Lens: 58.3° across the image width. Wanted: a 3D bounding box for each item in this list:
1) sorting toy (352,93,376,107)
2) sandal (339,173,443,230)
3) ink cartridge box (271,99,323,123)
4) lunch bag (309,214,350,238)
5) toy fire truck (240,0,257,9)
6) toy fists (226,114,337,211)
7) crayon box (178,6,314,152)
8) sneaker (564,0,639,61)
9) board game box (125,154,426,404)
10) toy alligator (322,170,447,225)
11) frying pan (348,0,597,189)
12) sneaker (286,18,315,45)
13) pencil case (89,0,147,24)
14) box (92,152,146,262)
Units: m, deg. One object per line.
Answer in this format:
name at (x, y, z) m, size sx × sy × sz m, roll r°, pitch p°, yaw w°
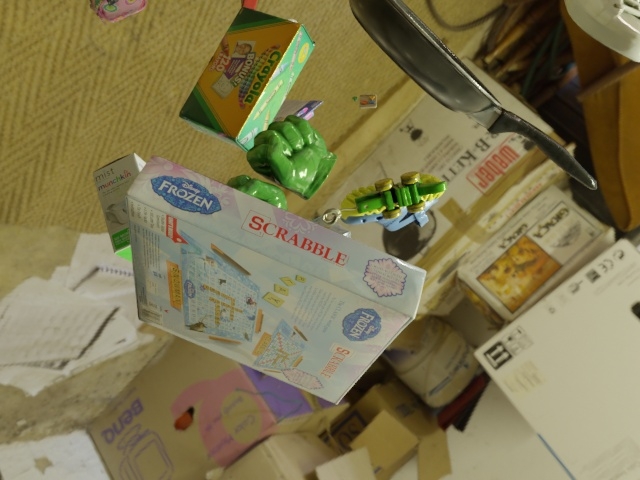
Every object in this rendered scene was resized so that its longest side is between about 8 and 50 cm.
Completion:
sorting toy at (0.147, -0.471, 1.934) m, size 0.083 × 0.062 × 0.012 m, roll -1°, pitch 145°, yaw 6°
sandal at (0.195, -0.080, 1.550) m, size 0.317 × 0.126 × 0.138 m, roll -11°, pitch 128°, yaw -23°
ink cartridge box at (-0.159, -0.404, 1.889) m, size 0.186 × 0.310 × 0.065 m, roll -48°, pitch 135°, yaw -40°
lunch bag at (0.000, 0.000, 1.009) m, size 0.083 × 0.071 × 0.053 m, roll -25°, pitch 135°, yaw -30°
toy fire truck at (-0.154, -0.776, 1.445) m, size 0.169 × 0.254 × 0.302 m, roll 5°, pitch 145°, yaw -19°
toy fists at (-0.085, -0.095, 1.008) m, size 0.279 × 0.142 × 0.096 m, roll -59°, pitch -163°, yaw -15°
crayon box at (-0.155, -0.339, 1.213) m, size 0.279 × 0.165 × 0.081 m, roll -61°, pitch 155°, yaw -6°
sneaker at (0.459, -0.406, 0.906) m, size 0.105 × 0.290 × 0.123 m, roll 11°, pitch 140°, yaw -23°
board game box at (-0.075, 0.073, 0.714) m, size 0.319 × 0.317 × 0.066 m, roll 115°, pitch -1°, yaw -56°
toy alligator at (0.093, -0.064, 0.863) m, size 0.189 × 0.056 × 0.051 m, roll -15°, pitch -163°, yaw 5°
frying pan at (0.142, -0.166, 0.589) m, size 0.326 × 0.197 × 0.053 m, roll 29°, pitch 118°, yaw -36°
sneaker at (-0.136, -0.711, 2.099) m, size 0.268 × 0.153 × 0.101 m, roll -40°, pitch 165°, yaw -33°
pencil case at (-0.498, -0.625, 1.266) m, size 0.124 × 0.284 × 0.124 m, roll -28°, pitch 179°, yaw -1°
box at (-0.434, -0.052, 1.456) m, size 0.126 × 0.231 × 0.262 m, roll -24°, pitch 158°, yaw 4°
